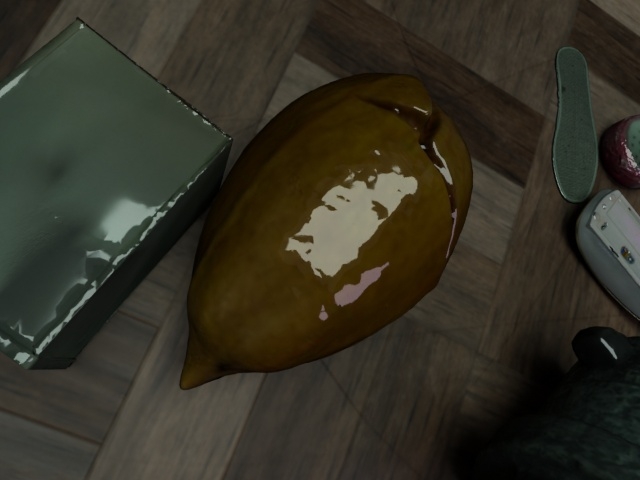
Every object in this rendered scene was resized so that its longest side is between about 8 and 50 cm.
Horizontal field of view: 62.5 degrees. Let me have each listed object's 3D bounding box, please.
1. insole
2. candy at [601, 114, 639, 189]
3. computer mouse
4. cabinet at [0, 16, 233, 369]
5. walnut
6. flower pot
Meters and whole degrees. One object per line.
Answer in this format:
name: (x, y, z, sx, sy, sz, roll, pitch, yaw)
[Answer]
insole: (0.348, -0.161, 0.719, 0.080, 0.003, 0.231, 9, 77, -18)
candy: (0.434, -0.120, 0.723, 0.103, 0.043, 0.103, 5, 76, -19)
computer mouse: (0.403, 0.025, 0.682, 0.102, 0.045, 0.199, -44, 97, -21)
cabinet: (-0.196, -0.027, 0.416, 0.145, 0.150, 0.206, 38, 69, -4)
walnut: (0.000, 0.000, 0.462, 0.209, 0.209, 0.336, 43, 77, -8)
flower pot: (0.288, 0.248, 0.466, 0.283, 0.299, 0.299, -35, 93, -26)
